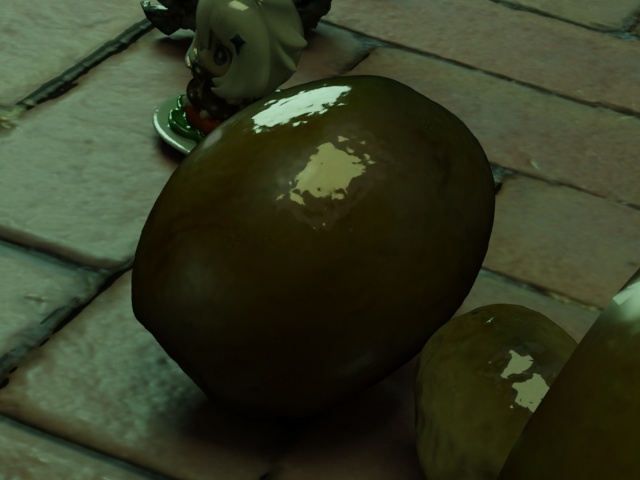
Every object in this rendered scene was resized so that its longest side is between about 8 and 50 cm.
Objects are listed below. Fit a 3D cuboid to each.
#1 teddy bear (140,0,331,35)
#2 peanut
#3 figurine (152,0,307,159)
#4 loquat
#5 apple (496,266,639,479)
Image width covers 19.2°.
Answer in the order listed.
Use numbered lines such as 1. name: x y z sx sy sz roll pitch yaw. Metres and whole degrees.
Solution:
1. teddy bear: -0.047 -0.213 1.576 0.213 0.111 0.133 -42 31 -27
2. peanut: 0.128 0.130 0.990 0.120 0.110 0.236 -4 40 -32
3. figurine: -0.049 -0.139 1.365 0.132 0.153 0.132 8 28 -4
4. loquat: 0.000 0.000 1.088 0.227 0.179 0.179 -39 48 -17
5. apple: 0.244 0.153 0.749 0.374 0.374 0.384 23 3 23
